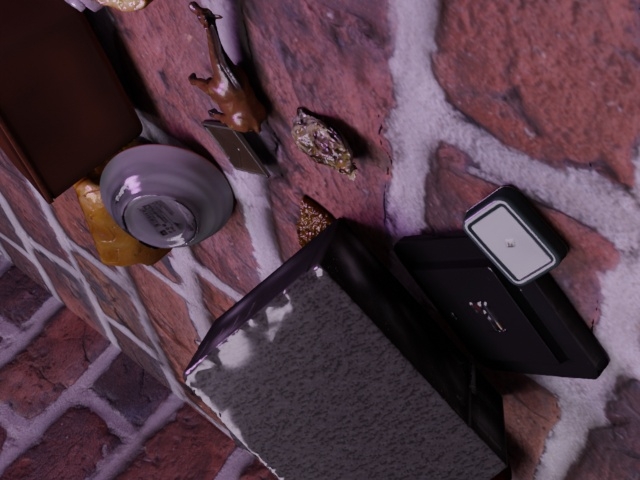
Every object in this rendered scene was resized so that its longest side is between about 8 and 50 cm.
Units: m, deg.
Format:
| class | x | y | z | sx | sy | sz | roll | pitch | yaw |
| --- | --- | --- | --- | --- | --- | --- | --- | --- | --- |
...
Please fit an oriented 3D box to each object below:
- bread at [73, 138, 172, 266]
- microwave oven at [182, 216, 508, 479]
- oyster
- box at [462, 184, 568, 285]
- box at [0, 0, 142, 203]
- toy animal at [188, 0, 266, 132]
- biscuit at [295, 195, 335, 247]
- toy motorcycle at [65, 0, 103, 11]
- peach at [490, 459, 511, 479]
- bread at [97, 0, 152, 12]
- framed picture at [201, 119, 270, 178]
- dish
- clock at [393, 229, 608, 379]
| class | x | y | z | sx | sy | sz | roll | pitch | yaw |
| --- | --- | --- | --- | --- | --- | --- | --- | --- | --- |
| bread | -0.408 | -0.064 | 2.016 | 0.149 | 0.195 | 0.344 | 55 | 164 | 29 |
| microwave oven | 0.042 | 0.246 | 1.553 | 0.432 | 0.374 | 0.236 | 47 | -160 | -8 |
| oyster | 0.005 | -0.142 | 1.396 | 0.165 | 0.053 | 0.108 | 21 | 138 | 56 |
| box | 0.248 | -0.003 | 1.216 | 0.126 | 0.031 | 0.091 | 48 | 131 | -7 |
| box | -0.509 | -0.284 | 1.715 | 0.239 | 0.229 | 0.339 | 39 | 160 | 43 |
| toy animal | -0.149 | -0.254 | 1.427 | 0.224 | 0.066 | 0.229 | 54 | 165 | -18 |
| biscuit | 0.009 | 0.010 | 1.668 | 0.126 | 0.025 | 0.206 | 33 | 155 | 23 |
| toy motorcycle | -0.438 | -0.450 | 1.557 | 0.254 | 0.112 | 0.112 | 36 | 155 | 19 |
| peach | 0.240 | 0.443 | 1.780 | 0.243 | 0.199 | 0.243 | 14 | 120 | 26 |
| bread | -0.298 | -0.420 | 1.307 | 0.229 | 0.139 | 0.143 | 27 | 153 | 19 |
| framed picture | -0.147 | -0.158 | 1.628 | 0.109 | 0.011 | 0.149 | 55 | 164 | -24 |
| dish | -0.299 | -0.058 | 1.800 | 0.260 | 0.085 | 0.260 | 2 | 136 | 2 |
| clock | 0.254 | 0.099 | 1.395 | 0.279 | 0.049 | 0.273 | 51 | 156 | -16 |
